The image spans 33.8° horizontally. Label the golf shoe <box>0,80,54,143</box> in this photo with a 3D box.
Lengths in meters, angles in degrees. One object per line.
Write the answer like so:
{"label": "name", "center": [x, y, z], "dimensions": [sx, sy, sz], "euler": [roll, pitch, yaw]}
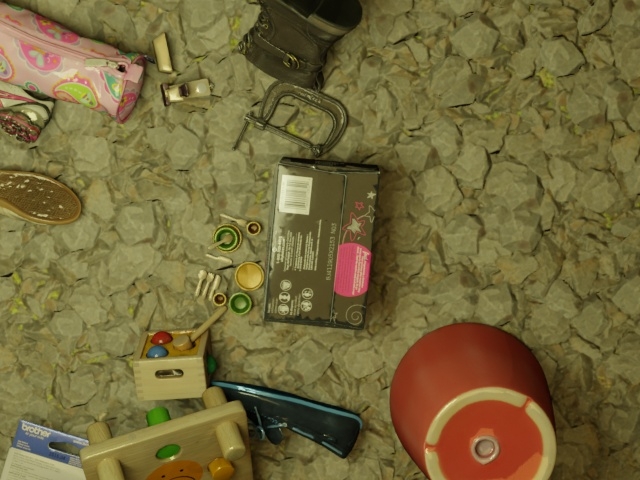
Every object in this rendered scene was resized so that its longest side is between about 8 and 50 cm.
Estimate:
{"label": "golf shoe", "center": [-0.509, -0.225, 1.658], "dimensions": [0.186, 0.067, 0.086], "euler": [26, 66, 1]}

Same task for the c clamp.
{"label": "c clamp", "center": [-0.044, -0.183, 1.680], "dimensions": [0.161, 0.022, 0.137], "euler": [19, 93, -1]}

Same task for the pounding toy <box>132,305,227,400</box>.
{"label": "pounding toy", "center": [-0.220, 0.179, 1.689], "dimensions": [0.141, 0.130, 0.100], "euler": [-4, 111, 1]}

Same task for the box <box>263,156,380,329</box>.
{"label": "box", "center": [0.000, 0.000, 1.646], "dimensions": [0.164, 0.142, 0.247], "euler": [6, 98, 1]}

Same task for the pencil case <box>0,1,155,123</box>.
{"label": "pencil case", "center": [-0.407, -0.278, 1.612], "dimensions": [0.284, 0.124, 0.124], "euler": [21, 98, -1]}

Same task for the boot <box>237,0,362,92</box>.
{"label": "boot", "center": [-0.078, -0.328, 1.559], "dimensions": [0.263, 0.229, 0.091], "euler": [34, 64, -10]}

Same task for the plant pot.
{"label": "plant pot", "center": [0.245, 0.286, 1.638], "dimensions": [0.275, 0.243, 0.274], "euler": [0, 99, 1]}

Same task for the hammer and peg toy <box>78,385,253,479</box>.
{"label": "hammer and peg toy", "center": [-0.281, 0.381, 1.631], "dimensions": [0.362, 0.127, 0.265], "euler": [-16, 137, -13]}

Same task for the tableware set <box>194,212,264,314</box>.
{"label": "tableware set", "center": [-0.138, 0.039, 1.706], "dimensions": [0.104, 0.024, 0.154], "euler": [19, 94, -3]}

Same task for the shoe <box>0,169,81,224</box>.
{"label": "shoe", "center": [-0.488, -0.075, 1.683], "dimensions": [0.219, 0.058, 0.076], "euler": [16, 78, -6]}

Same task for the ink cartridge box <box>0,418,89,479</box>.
{"label": "ink cartridge box", "center": [-0.452, 0.455, 1.756], "dimensions": [0.186, 0.065, 0.311], "euler": [18, 101, -4]}

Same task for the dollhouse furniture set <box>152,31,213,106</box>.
{"label": "dollhouse furniture set", "center": [-0.210, -0.273, 1.641], "dimensions": [0.081, 0.091, 0.114], "euler": [-12, 96, -13]}

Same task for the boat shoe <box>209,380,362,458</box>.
{"label": "boat shoe", "center": [-0.063, 0.292, 1.706], "dimensions": [0.258, 0.109, 0.089], "euler": [16, 87, 0]}
